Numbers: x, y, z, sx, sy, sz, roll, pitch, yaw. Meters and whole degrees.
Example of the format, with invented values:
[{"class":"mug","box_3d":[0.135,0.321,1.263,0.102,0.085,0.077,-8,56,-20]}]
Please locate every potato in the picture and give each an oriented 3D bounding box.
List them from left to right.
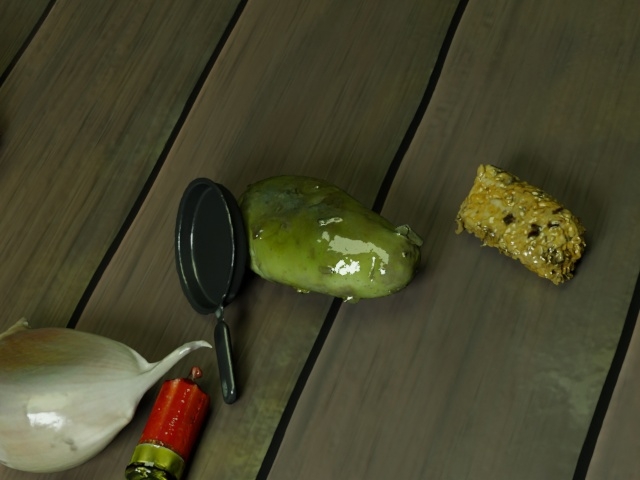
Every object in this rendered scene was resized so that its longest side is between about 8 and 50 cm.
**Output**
[{"class":"potato","box_3d":[0.000,0.000,1.461,0.225,0.090,0.117,19,66,39]}]

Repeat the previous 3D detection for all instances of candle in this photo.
[{"class":"candle","box_3d":[-0.136,0.171,1.401,0.052,0.052,0.130,0,51,24]}]

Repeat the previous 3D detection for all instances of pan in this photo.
[{"class":"pan","box_3d":[-0.099,0.050,1.471,0.028,0.136,0.235,2,61,-27]}]

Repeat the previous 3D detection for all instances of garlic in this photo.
[{"class":"garlic","box_3d":[-0.234,0.149,1.421,0.267,0.128,0.148,5,82,28]}]

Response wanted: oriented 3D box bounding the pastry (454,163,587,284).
[{"class":"pastry","box_3d":[0.188,-0.017,1.416,0.140,0.056,0.080,29,78,37]}]
